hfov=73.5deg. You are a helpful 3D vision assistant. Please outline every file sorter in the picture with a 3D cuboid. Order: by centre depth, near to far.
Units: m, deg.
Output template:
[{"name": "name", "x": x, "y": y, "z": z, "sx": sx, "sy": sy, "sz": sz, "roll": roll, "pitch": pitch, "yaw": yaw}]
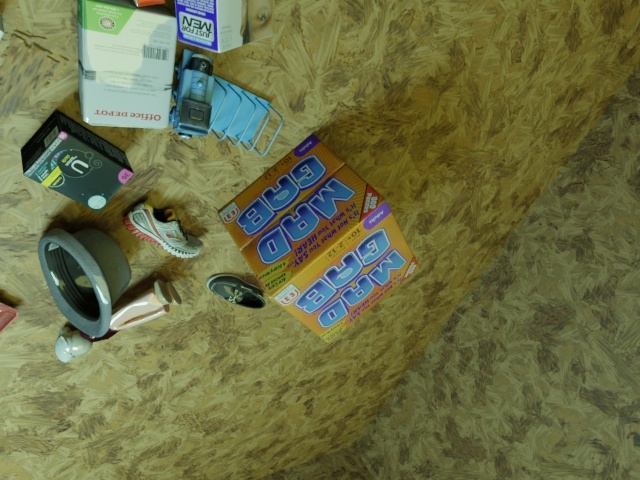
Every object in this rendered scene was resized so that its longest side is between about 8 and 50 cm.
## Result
[{"name": "file sorter", "x": -0.192, "y": -0.287, "z": 1.005, "sx": 0.170, "sy": 0.104, "sz": 0.118, "roll": 13, "pitch": 117, "yaw": -44}]

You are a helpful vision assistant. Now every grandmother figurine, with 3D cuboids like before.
[{"name": "grandmother figurine", "x": -0.567, "y": 0.224, "z": 1.171, "sx": 0.342, "sy": 0.104, "sz": 0.208, "roll": -29, "pitch": 158, "yaw": -1}]

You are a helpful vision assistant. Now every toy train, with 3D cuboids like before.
[{"name": "toy train", "x": -0.265, "y": -0.304, "z": 0.896, "sx": 0.080, "sy": 0.105, "sz": 0.184, "roll": 7, "pitch": 96, "yaw": -33}]

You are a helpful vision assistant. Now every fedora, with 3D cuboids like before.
[{"name": "fedora", "x": -0.542, "y": 0.080, "z": 1.022, "sx": 0.124, "sy": 0.243, "sz": 0.276, "roll": -40, "pitch": 138, "yaw": -49}]

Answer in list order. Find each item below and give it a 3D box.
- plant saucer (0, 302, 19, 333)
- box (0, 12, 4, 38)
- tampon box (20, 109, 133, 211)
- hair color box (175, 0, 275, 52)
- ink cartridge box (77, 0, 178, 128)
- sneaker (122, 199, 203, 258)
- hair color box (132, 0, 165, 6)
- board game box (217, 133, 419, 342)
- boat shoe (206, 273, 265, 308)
[{"name": "plant saucer", "x": -0.864, "y": 0.199, "z": 0.927, "sx": 0.259, "sy": 0.047, "sz": 0.258, "roll": -52, "pitch": 147, "yaw": -16}, {"name": "box", "x": -0.598, "y": -0.347, "z": 0.625, "sx": 0.103, "sy": 0.114, "sz": 0.203, "roll": -47, "pitch": 141, "yaw": 10}, {"name": "tampon box", "x": -0.499, "y": -0.160, "z": 0.886, "sx": 0.120, "sy": 0.101, "sz": 0.161, "roll": -45, "pitch": 141, "yaw": 7}, {"name": "hair color box", "x": -0.162, "y": -0.528, "z": 0.743, "sx": 0.185, "sy": 0.110, "sz": 0.339, "roll": -48, "pitch": 156, "yaw": -45}, {"name": "ink cartridge box", "x": -0.373, "y": -0.339, "z": 0.824, "sx": 0.160, "sy": 0.092, "sz": 0.219, "roll": -5, "pitch": 130, "yaw": -35}, {"name": "sneaker", "x": -0.388, "y": -0.025, "z": 1.112, "sx": 0.093, "sy": 0.088, "sz": 0.225, "roll": -47, "pitch": 140, "yaw": 6}, {"name": "hair color box", "x": -0.316, "y": -0.498, "z": 0.720, "sx": 0.053, "sy": 0.093, "sz": 0.167, "roll": -22, "pitch": 138, "yaw": -21}, {"name": "board game box", "x": 0.000, "y": 0.000, "z": 1.226, "sx": 0.356, "sy": 0.356, "sz": 0.356, "roll": -40, "pitch": 140, "yaw": 0}, {"name": "boat shoe", "x": -0.267, "y": 0.171, "z": 1.403, "sx": 0.081, "sy": 0.069, "sz": 0.227, "roll": -50, "pitch": 140, "yaw": 12}]
